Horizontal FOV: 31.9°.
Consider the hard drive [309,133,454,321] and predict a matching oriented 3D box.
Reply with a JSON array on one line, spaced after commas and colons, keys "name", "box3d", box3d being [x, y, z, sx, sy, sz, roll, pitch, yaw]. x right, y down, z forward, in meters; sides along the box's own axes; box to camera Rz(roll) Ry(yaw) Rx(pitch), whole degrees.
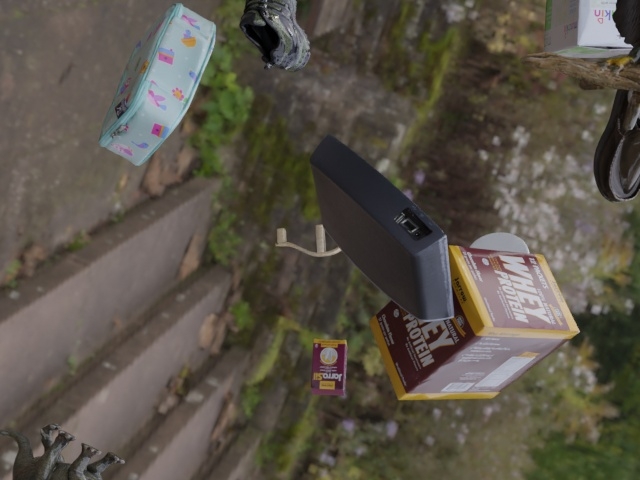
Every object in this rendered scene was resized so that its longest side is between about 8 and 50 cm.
[{"name": "hard drive", "box3d": [0.075, -0.012, 1.458, 0.054, 0.254, 0.172, -30, 138, -18]}]

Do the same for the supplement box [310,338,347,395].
[{"name": "supplement box", "box3d": [0.014, 0.202, 1.789, 0.043, 0.055, 0.083, 79, 12, -68]}]

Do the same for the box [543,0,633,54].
[{"name": "box", "box3d": [0.460, -0.423, 1.850, 0.262, 0.126, 0.231, -96, -172, -83]}]

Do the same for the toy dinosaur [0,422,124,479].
[{"name": "toy dinosaur", "box3d": [-0.414, 0.383, 1.762, 0.160, 0.313, 0.121, -65, 166, -10]}]

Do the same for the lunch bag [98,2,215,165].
[{"name": "lunch bag", "box3d": [-0.309, -0.283, 2.064, 0.224, 0.107, 0.279, -29, -143, 51]}]

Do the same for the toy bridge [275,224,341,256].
[{"name": "toy bridge", "box3d": [0.000, 0.000, 2.268, 0.026, 0.188, 0.063, 44, 41, -75]}]

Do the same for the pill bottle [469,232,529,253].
[{"name": "pill bottle", "box3d": [0.307, 0.099, 1.881, 0.229, 0.131, 0.131, 73, 35, -46]}]

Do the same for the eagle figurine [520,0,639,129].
[{"name": "eagle figurine", "box3d": [0.369, -0.268, 1.113, 0.225, 0.226, 0.298, -23, -138, 65]}]

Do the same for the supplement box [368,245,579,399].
[{"name": "supplement box", "box3d": [0.211, 0.119, 1.558, 0.194, 0.191, 0.129, -47, -129, 39]}]

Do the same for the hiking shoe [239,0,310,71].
[{"name": "hiking shoe", "box3d": [-0.096, -0.404, 1.962, 0.086, 0.227, 0.114, -29, 170, 34]}]

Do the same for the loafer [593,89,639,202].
[{"name": "loafer", "box3d": [0.458, -0.149, 1.626, 0.078, 0.080, 0.220, 45, -43, 53]}]
